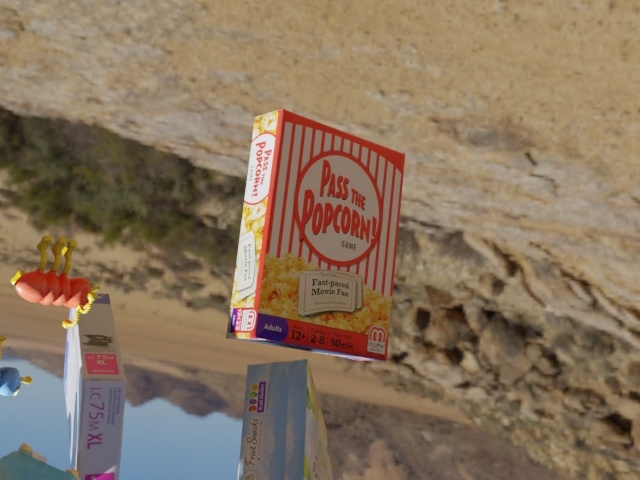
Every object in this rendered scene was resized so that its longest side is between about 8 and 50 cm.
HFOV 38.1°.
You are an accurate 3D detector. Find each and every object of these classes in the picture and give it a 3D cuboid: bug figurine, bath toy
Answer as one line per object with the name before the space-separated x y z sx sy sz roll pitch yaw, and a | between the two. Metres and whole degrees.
bug figurine | -0.386 0.101 1.042 0.216 0.072 0.279 12 135 -39
bath toy | -0.396 0.330 1.172 0.151 0.129 0.348 29 158 -7

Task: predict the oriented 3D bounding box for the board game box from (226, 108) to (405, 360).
board game box | 0.000 0.000 0.809 0.146 0.194 0.045 14 166 -38

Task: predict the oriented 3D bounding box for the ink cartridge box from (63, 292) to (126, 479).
ink cartridge box | -0.317 0.197 1.287 0.065 0.186 0.311 1 -159 -21

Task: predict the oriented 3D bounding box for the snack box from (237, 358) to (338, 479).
snack box | -0.028 0.251 0.919 0.070 0.175 0.207 -7 132 8
